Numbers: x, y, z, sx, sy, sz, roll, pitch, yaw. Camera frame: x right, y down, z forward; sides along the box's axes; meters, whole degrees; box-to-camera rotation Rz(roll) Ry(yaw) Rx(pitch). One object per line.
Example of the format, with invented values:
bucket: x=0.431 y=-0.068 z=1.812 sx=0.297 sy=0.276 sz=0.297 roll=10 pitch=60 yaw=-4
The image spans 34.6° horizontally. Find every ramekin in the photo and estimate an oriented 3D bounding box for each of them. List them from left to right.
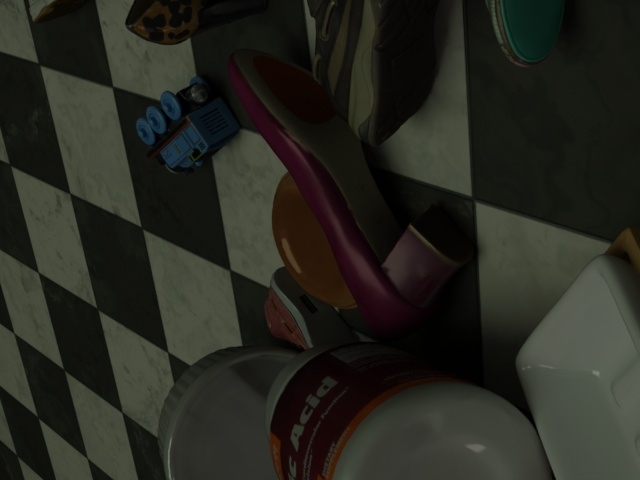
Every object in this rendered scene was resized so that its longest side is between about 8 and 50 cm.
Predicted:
ramekin: x=-0.103 y=0.272 z=1.448 sx=0.127 sy=0.273 sz=0.273 roll=15 pitch=124 yaw=64

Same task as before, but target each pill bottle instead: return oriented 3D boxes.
pill bottle: x=0.069 y=0.233 z=1.134 sx=0.224 sy=0.224 sz=0.392 roll=69 pitch=167 yaw=-8

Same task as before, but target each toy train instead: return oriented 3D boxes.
toy train: x=-0.191 y=-0.154 z=1.438 sx=0.105 sy=0.080 sz=0.184 roll=58 pitch=146 yaw=-2

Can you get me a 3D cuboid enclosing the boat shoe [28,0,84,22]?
boat shoe: x=-0.380 y=-0.397 z=1.508 sx=0.277 sy=0.098 sz=0.096 roll=-7 pitch=107 yaw=56

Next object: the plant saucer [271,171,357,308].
plant saucer: x=0.000 y=0.000 z=1.319 sx=0.200 sy=0.037 sz=0.200 roll=32 pitch=135 yaw=38

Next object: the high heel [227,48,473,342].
high heel: x=-0.002 y=-0.049 z=1.200 sx=0.377 sy=0.127 sz=0.181 roll=49 pitch=133 yaw=15

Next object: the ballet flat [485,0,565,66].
ballet flat: x=0.168 y=-0.266 z=0.901 sx=0.079 sy=0.077 sz=0.222 roll=-149 pitch=48 yaw=-65

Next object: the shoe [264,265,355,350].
shoe: x=-0.016 y=0.123 z=1.403 sx=0.178 sy=0.063 sz=0.081 roll=53 pitch=146 yaw=25

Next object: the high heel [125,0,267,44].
high heel: x=-0.162 y=-0.360 z=1.162 sx=0.093 sy=0.186 sz=0.261 roll=13 pitch=122 yaw=49

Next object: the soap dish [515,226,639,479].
soap dish: x=0.294 y=0.167 z=0.882 sx=0.229 sy=0.118 sz=0.291 roll=111 pitch=147 yaw=-53

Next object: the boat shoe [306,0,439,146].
boat shoe: x=0.042 y=-0.242 z=0.979 sx=0.130 sy=0.132 sz=0.355 roll=36 pitch=145 yaw=21
